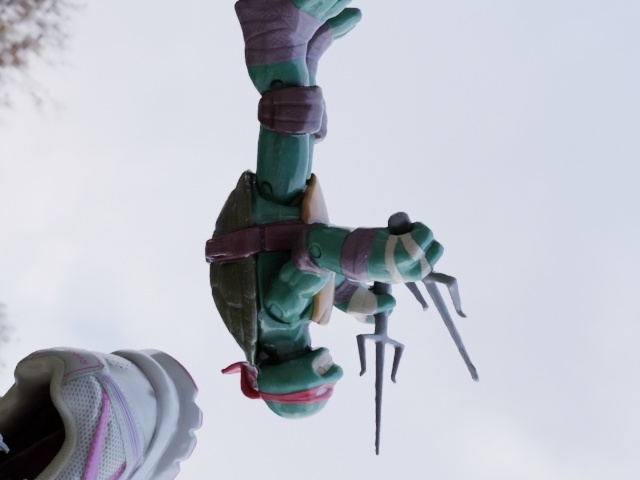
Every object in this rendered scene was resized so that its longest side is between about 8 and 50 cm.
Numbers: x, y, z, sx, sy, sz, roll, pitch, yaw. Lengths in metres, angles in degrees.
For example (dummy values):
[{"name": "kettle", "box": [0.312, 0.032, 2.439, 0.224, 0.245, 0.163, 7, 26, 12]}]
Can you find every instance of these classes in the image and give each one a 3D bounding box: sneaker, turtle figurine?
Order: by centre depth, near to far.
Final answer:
[{"name": "turtle figurine", "box": [0.000, 0.000, 0.757, 0.175, 0.118, 0.234, 175, -91, -77]}, {"name": "sneaker", "box": [-0.173, 0.157, 0.825, 0.103, 0.111, 0.252, 24, -96, 39]}]

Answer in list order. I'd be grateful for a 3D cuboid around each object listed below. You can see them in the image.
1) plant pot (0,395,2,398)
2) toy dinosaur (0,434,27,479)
[{"name": "plant pot", "box": [-0.254, 0.309, 1.102, 0.341, 0.341, 0.334, 30, -103, 42]}, {"name": "toy dinosaur", "box": [-0.217, 0.065, 0.442, 0.164, 0.322, 0.218, -26, -107, 13]}]
